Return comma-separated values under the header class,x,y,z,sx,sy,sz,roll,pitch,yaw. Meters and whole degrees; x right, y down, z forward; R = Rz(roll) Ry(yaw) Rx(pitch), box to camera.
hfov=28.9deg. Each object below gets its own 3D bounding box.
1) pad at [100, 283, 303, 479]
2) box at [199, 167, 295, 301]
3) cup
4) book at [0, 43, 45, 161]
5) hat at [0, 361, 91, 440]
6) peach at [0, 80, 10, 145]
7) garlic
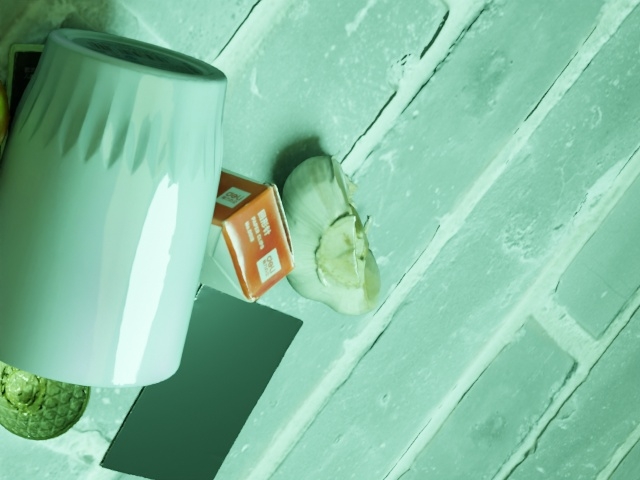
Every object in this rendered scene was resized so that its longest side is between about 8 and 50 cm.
class,x,y,z,sx,sy,sz,roll,pitch,yaw
pad,-0.166,0.216,1.772,0.202,0.005,0.300,24,98,-41
box,-0.130,-0.018,1.555,0.099,0.182,0.133,-38,128,-31
cup,-0.247,-0.033,1.393,0.253,0.253,0.372,4,109,-36
book,-0.305,-0.120,1.486,0.160,0.024,0.228,-4,115,-34
hat,-0.373,0.190,1.580,0.146,0.067,0.146,14,64,-30
peach,-0.436,-0.127,1.294,0.197,0.197,0.197,-16,122,-28
garlic,0.000,0.000,1.698,0.142,0.178,0.229,-19,109,11
